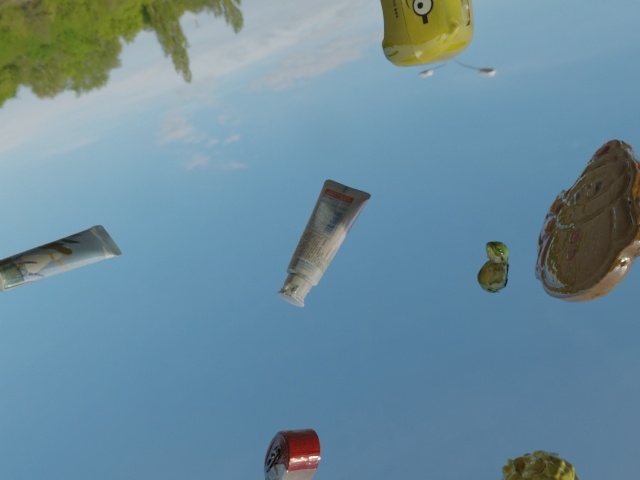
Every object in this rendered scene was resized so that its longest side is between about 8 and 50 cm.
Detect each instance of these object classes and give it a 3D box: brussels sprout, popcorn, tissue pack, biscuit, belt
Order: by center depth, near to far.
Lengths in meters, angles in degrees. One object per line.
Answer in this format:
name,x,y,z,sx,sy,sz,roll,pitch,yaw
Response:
tissue pack,0.155,-0.349,0.875,0.127,0.178,0.123,0,-165,45
brussels sprout,0.270,0.038,0.920,0.046,0.083,0.051,22,-148,26
biscuit,0.590,-0.045,1.308,0.359,0.074,0.381,139,-30,-71
popcorn,0.510,0.601,1.411,0.217,0.181,0.235,-34,-174,16
belt,-0.091,0.619,1.697,0.124,0.201,0.128,6,-145,-28

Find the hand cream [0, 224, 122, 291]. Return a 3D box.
hand cream,-0.534,0.036,1.191,0.271,0.058,0.091,-24,-116,-43

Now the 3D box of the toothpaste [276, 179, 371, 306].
toothpaste,0.000,0.000,1.033,0.089,0.057,0.234,22,-108,16
